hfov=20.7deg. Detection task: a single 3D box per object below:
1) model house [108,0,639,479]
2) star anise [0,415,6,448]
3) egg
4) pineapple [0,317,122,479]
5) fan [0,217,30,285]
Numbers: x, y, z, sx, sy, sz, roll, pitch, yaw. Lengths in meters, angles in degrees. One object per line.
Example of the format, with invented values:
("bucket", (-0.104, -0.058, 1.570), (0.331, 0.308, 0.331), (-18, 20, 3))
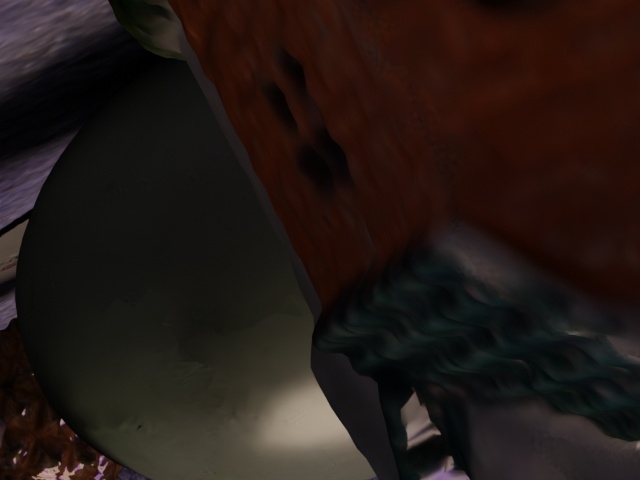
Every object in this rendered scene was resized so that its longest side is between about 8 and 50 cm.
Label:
("model house", (0.077, -0.026, 0.431), (0.190, 0.301, 0.271), (-21, 174, -15))
("star anise", (-0.204, 0.072, 0.488), (0.236, 0.223, 0.109), (26, 177, -42))
("egg", (0.000, 0.000, 0.753), (0.283, 0.203, 0.203), (-22, 172, -37))
("pineapple", (-0.119, 0.077, 1.144), (0.364, 0.165, 0.165), (-28, 176, -16))
("fan", (-0.057, -0.055, 1.008), (0.415, 0.012, 0.233), (-30, 177, 23))
